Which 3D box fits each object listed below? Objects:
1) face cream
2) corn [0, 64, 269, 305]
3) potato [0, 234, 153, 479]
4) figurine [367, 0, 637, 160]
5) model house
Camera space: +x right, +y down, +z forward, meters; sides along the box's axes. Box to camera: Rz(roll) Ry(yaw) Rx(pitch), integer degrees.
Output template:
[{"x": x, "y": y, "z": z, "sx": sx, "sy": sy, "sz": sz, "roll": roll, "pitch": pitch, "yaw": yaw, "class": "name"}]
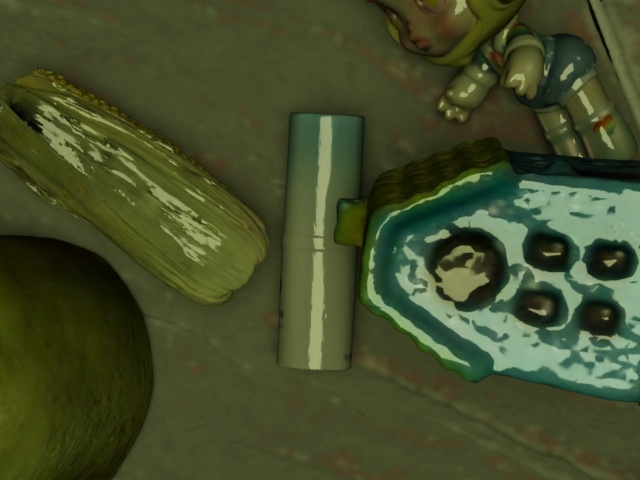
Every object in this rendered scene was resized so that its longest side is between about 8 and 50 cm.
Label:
[{"x": 0.000, "y": 0.000, "z": 1.803, "sx": 0.077, "sy": 0.077, "sz": 0.250, "roll": 4, "pitch": 93, "yaw": 1, "class": "face cream"}, {"x": -0.191, "y": -0.052, "z": 1.781, "sx": 0.305, "sy": 0.123, "sz": 0.122, "roll": 34, "pitch": 94, "yaw": 0, "class": "corn"}, {"x": -0.309, "y": 0.095, "z": 1.713, "sx": 0.330, "sy": 0.280, "sz": 0.212, "roll": 37, "pitch": 95, "yaw": 1, "class": "potato"}, {"x": 0.164, "y": -0.225, "z": 1.771, "sx": 0.205, "sy": 0.224, "sz": 0.382, "roll": -43, "pitch": 117, "yaw": -19, "class": "figurine"}, {"x": 0.161, "y": 0.013, "z": 1.632, "sx": 0.303, "sy": 0.237, "sz": 0.215, "roll": 5, "pitch": 99, "yaw": 2, "class": "model house"}]
